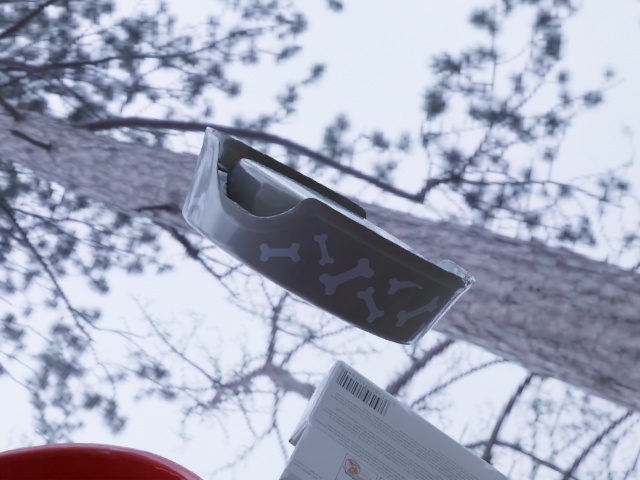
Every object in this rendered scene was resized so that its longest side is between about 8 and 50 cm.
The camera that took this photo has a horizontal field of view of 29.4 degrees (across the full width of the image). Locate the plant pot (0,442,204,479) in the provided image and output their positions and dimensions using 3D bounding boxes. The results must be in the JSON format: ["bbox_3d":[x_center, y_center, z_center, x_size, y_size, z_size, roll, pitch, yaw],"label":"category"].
[{"bbox_3d":[-0.178,0.305,0.794,0.275,0.275,0.243,-18,-64,-32],"label":"plant pot"}]

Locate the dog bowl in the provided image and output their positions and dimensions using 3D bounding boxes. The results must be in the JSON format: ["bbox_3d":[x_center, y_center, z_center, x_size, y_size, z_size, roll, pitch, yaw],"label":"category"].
[{"bbox_3d":[0.000,0.000,1.374,0.349,0.349,0.102,25,-83,-36],"label":"dog bowl"}]

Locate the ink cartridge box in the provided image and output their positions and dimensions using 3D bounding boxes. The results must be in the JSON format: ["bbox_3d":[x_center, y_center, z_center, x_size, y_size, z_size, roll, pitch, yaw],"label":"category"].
[{"bbox_3d":[0.091,0.332,1.629,0.296,0.066,0.261,35,-142,-2],"label":"ink cartridge box"}]
